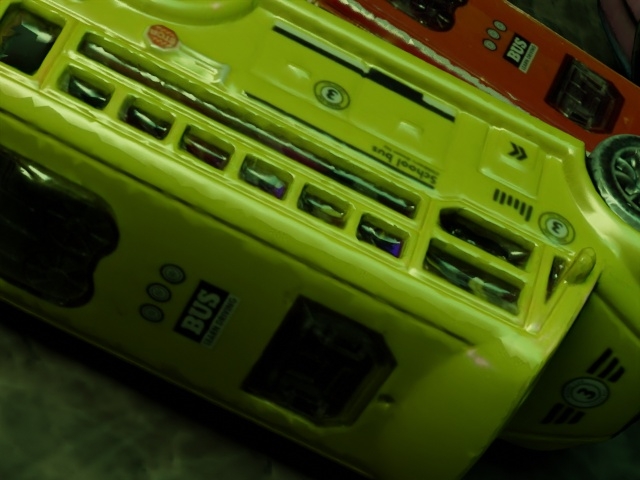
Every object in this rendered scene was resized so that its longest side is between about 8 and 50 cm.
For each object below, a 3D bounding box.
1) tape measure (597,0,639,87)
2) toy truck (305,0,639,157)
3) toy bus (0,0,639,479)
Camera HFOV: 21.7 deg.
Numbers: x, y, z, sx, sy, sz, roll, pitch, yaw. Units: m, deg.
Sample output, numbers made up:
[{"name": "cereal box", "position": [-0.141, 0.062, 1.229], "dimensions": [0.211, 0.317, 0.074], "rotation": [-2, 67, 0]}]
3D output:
[{"name": "tape measure", "position": [0.264, -0.081, 0.887], "dimensions": [0.245, 0.149, 0.231], "rotation": [51, 22, -4]}, {"name": "toy truck", "position": [0.089, -0.041, 0.795], "dimensions": [0.253, 0.114, 0.107], "rotation": [32, 39, -1]}, {"name": "toy bus", "position": [0.000, 0.000, 0.678], "dimensions": [0.331, 0.145, 0.151], "rotation": [27, 43, -5]}]
